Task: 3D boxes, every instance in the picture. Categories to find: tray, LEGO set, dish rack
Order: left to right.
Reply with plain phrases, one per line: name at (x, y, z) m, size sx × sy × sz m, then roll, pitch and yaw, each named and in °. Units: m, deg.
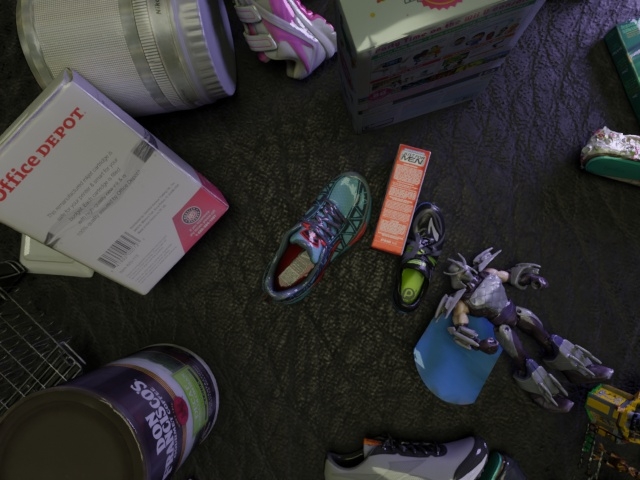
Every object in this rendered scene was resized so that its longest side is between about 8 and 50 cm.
dish rack at (-0.537, 0.194, 0.753) m, size 0.271 × 0.074 × 0.208 m, roll 44°, pitch 97°, yaw 2°
tray at (-0.475, -0.071, 0.785) m, size 0.145 × 0.030 × 0.270 m, roll 4°, pitch 88°, yaw 5°
LEGO set at (0.487, 0.374, 0.584) m, size 0.255 × 0.192 × 0.331 m, roll 25°, pitch 86°, yaw -15°

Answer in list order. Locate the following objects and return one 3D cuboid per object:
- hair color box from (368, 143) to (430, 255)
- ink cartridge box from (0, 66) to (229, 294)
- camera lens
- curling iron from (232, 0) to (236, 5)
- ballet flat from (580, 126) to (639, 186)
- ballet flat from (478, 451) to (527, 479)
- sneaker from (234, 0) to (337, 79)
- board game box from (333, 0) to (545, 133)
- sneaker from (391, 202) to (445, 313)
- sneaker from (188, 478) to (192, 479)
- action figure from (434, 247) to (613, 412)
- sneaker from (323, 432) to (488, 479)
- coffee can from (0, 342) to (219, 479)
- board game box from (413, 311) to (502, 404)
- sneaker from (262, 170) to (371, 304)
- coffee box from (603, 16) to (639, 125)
hair color box at (0.126, -0.061, 0.708) m, size 0.054 × 0.093 × 0.167 m, roll 17°, pitch 88°, yaw 5°
ink cartridge box at (-0.316, -0.077, 0.648) m, size 0.207 × 0.283 × 0.117 m, roll -45°, pitch 42°, yaw 2°
camera lens at (-0.294, -0.311, 0.687) m, size 0.275 × 0.219 × 0.219 m, roll -7°, pitch 87°, yaw 4°
curling iron at (-0.090, -0.546, 0.775) m, size 0.068 × 0.035 × 0.273 m, roll 29°, pitch 90°, yaw 4°
ballet flat at (0.539, -0.122, 0.689) m, size 0.241 × 0.091 × 0.077 m, roll 20°, pitch 67°, yaw 1°
ballet flat at (0.258, 0.438, 0.689) m, size 0.074 × 0.074 × 0.203 m, roll 35°, pitch 88°, yaw 5°
sneaker at (-0.081, -0.349, 0.688) m, size 0.252 × 0.103 × 0.111 m, roll 31°, pitch 102°, yaw -34°
board game box at (0.142, -0.267, 0.611) m, size 0.224 × 0.303 × 0.097 m, roll -18°, pitch 86°, yaw 3°
sneaker at (0.164, 0.031, 0.708) m, size 0.067 × 0.078 × 0.188 m, roll 16°, pitch 88°, yaw 5°
sneaker at (-0.248, 0.478, 0.731) m, size 0.134 × 0.051 × 0.070 m, roll -45°, pitch 80°, yaw -3°
action figure at (0.301, 0.128, 0.680) m, size 0.185 × 0.099 × 0.285 m, roll -44°, pitch 90°, yaw -9°
sneaker at (0.132, 0.357, 0.688) m, size 0.272 × 0.100 × 0.107 m, roll -18°, pitch 81°, yaw 3°
coffee can at (-0.287, 0.275, 0.631) m, size 0.202 × 0.275 × 0.201 m, roll 0°, pitch 88°, yaw 4°
board game box at (0.221, 0.178, 0.715) m, size 0.133 × 0.033 × 0.168 m, roll 39°, pitch 71°, yaw -6°
sneaker at (0.000, 0.000, 0.698) m, size 0.104 × 0.125 × 0.261 m, roll 33°, pitch 90°, yaw 4°
coffee box at (0.561, -0.282, 0.712) m, size 0.113 × 0.040 × 0.184 m, roll -18°, pitch 86°, yaw 3°
